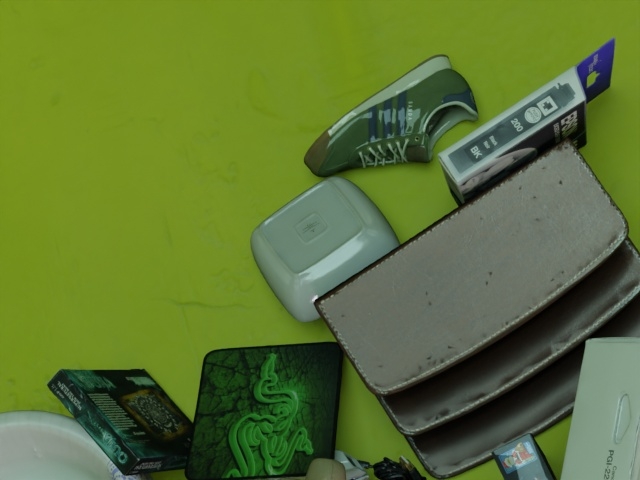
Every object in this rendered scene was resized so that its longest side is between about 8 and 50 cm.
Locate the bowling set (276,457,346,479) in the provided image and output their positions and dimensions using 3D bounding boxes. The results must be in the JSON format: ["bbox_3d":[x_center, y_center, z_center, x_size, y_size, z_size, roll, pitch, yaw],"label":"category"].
[{"bbox_3d":[0.023,0.323,1.912,0.200,0.287,0.154,14,70,-15],"label":"bowling set"}]

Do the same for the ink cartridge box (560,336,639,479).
[{"bbox_3d":[0.339,0.194,1.864,0.092,0.218,0.158,-2,72,48],"label":"ink cartridge box"}]

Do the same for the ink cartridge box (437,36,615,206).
[{"bbox_3d":[0.219,-0.109,1.974,0.208,0.206,0.045,-34,79,1],"label":"ink cartridge box"}]

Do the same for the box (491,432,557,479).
[{"bbox_3d":[0.242,0.308,1.884,0.044,0.159,0.233,-27,73,3],"label":"box"}]

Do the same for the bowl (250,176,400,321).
[{"bbox_3d":[0.000,0.000,2.039,0.142,0.053,0.142,-33,49,-3],"label":"bowl"}]

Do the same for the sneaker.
[{"bbox_3d":[0.082,-0.112,2.072,0.192,0.064,0.086,-36,68,-5],"label":"sneaker"}]

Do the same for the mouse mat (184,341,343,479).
[{"bbox_3d":[-0.056,0.173,2.002,0.153,0.007,0.189,-5,42,9],"label":"mouse mat"}]

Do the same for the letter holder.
[{"bbox_3d":[0.184,0.080,1.961,0.302,0.152,0.214,-33,74,1],"label":"letter holder"}]

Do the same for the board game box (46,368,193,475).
[{"bbox_3d":[-0.188,0.182,1.985,0.126,0.186,0.026,46,103,18],"label":"board game box"}]

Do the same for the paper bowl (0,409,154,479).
[{"bbox_3d":[-0.287,0.322,1.987,0.284,0.148,0.284,-3,75,11],"label":"paper bowl"}]

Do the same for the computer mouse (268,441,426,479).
[{"bbox_3d":[0.012,0.239,1.987,0.193,0.106,0.042,5,70,21],"label":"computer mouse"}]
